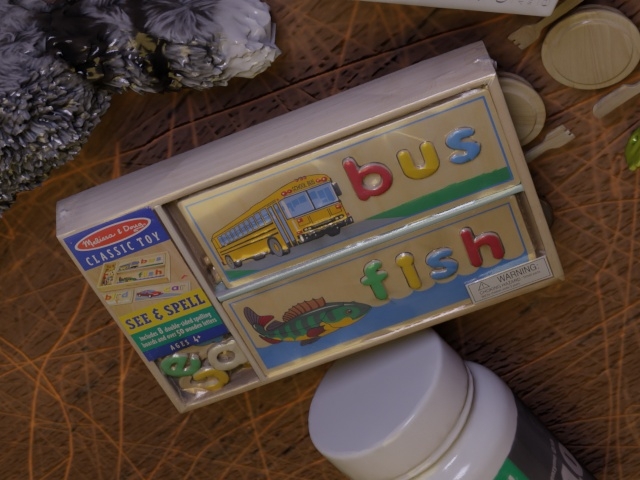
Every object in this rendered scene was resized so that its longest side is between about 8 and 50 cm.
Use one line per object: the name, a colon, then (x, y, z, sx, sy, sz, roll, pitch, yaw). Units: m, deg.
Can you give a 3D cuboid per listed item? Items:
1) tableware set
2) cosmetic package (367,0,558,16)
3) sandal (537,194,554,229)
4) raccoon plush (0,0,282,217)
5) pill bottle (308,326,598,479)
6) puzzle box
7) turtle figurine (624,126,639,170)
tableware set: (0.197, -0.147, 1.247, 0.128, 0.039, 0.194, 36, 128, -28)
cosmetic package: (0.091, -0.294, 1.012, 0.224, 0.138, 0.224, 1, 136, -21)
sandal: (0.138, -0.006, 1.376, 0.180, 0.049, 0.072, -7, 131, 14)
raccoon plush: (-0.261, -0.065, 1.283, 0.446, 0.216, 0.299, 4, 141, 3)
pill bottle: (0.161, 0.259, 1.513, 0.204, 0.204, 0.361, -27, 124, 28)
puzzle box: (0.000, 0.000, 1.292, 0.408, 0.052, 0.272, -20, 132, 8)
turtle figurine: (0.401, -0.061, 1.268, 0.217, 0.087, 0.269, 34, 137, -13)
